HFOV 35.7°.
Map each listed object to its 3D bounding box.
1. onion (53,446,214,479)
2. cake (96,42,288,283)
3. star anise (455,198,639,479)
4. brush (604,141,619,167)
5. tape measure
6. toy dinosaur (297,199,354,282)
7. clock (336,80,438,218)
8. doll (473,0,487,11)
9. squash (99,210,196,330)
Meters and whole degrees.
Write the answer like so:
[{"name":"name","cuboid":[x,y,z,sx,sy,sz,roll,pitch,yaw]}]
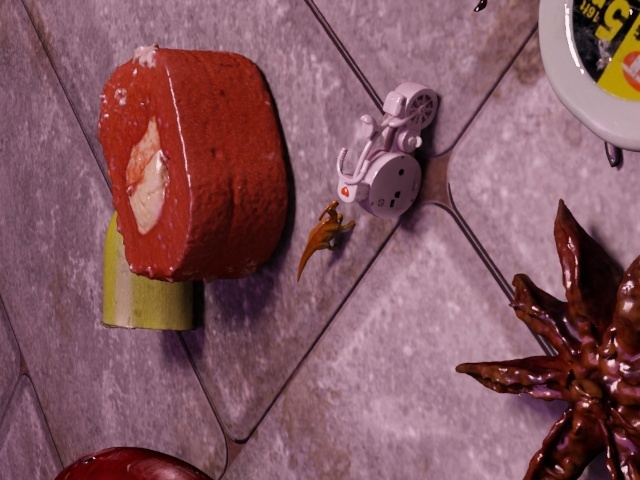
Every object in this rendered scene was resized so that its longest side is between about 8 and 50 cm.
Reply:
[{"name":"onion","cuboid":[-0.194,0.382,1.206,0.313,0.232,0.314,19,126,29]},{"name":"cake","cuboid":[-0.146,-0.092,1.125,0.177,0.150,0.283,-39,59,52]},{"name":"star anise","cuboid":[0.213,0.097,0.731,0.288,0.088,0.288,7,99,54]},{"name":"brush","cuboid":[0.218,-0.097,0.760,0.024,0.008,0.083,-12,84,49]},{"name":"tape measure","cuboid":[0.274,-0.121,0.599,0.351,0.097,0.215,57,134,42]},{"name":"toy dinosaur","cuboid":[0.004,-0.001,1.032,0.026,0.041,0.113,53,138,29]},{"name":"clock","cuboid":[0.063,-0.083,0.910,0.041,0.087,0.129,34,113,45]},{"name":"doll","cuboid":[0.099,-0.311,0.729,0.271,0.143,0.208,-103,19,-45]},{"name":"squash","cuboid":[-0.222,0.025,1.271,0.123,0.123,0.187,-2,89,53]}]
